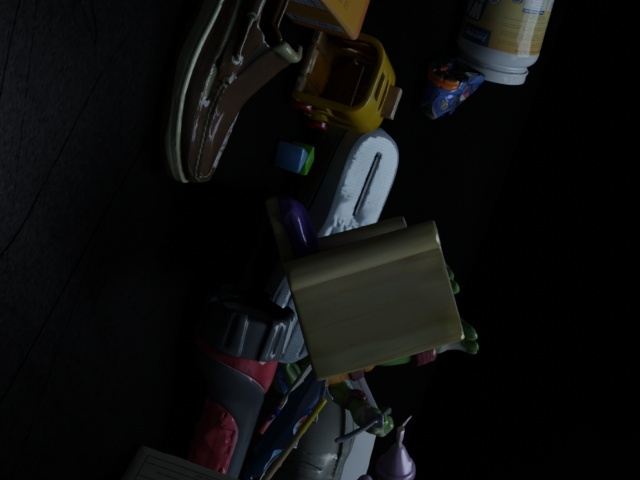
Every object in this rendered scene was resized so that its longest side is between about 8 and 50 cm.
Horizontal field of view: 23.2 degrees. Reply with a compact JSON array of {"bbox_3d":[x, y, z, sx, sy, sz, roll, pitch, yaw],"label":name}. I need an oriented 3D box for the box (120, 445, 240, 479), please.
[{"bbox_3d":[-0.174,0.365,1.482,0.121,0.148,0.311,96,18,-47],"label":"box"}]

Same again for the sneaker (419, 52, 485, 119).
[{"bbox_3d":[0.202,-0.247,2.521,0.087,0.083,0.221,-62,167,19],"label":"sneaker"}]

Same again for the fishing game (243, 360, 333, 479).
[{"bbox_3d":[-0.020,0.192,1.728,0.189,0.041,0.264,-54,-175,4],"label":"fishing game"}]

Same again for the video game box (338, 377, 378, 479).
[{"bbox_3d":[0.030,0.301,2.378,0.187,0.048,0.205,-119,-143,-59],"label":"video game box"}]

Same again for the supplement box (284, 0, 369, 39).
[{"bbox_3d":[-0.006,-0.259,1.491,0.233,0.080,0.078,29,78,-80],"label":"supplement box"}]

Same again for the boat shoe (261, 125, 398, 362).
[{"bbox_3d":[0.000,0.000,1.858,0.094,0.109,0.302,28,-88,58],"label":"boat shoe"}]

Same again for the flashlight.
[{"bbox_3d":[-0.117,0.200,1.643,0.103,0.103,0.304,-47,158,-74],"label":"flashlight"}]

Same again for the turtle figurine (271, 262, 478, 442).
[{"bbox_3d":[0.076,0.140,2.009,0.266,0.197,0.274,-25,162,-15],"label":"turtle figurine"}]

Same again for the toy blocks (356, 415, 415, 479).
[{"bbox_3d":[0.029,0.399,2.024,0.288,0.309,0.260,-49,151,-43],"label":"toy blocks"}]

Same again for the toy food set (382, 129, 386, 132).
[{"bbox_3d":[0.077,-0.093,2.267,0.078,0.019,0.122,-52,157,-60],"label":"toy food set"}]

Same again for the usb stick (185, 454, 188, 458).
[{"bbox_3d":[-0.148,0.352,1.826,0.077,0.045,0.278,-58,162,-48],"label":"usb stick"}]

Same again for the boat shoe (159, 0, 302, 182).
[{"bbox_3d":[-0.065,-0.163,1.310,0.095,0.095,0.257,-40,146,-69],"label":"boat shoe"}]

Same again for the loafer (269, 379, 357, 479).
[{"bbox_3d":[-0.016,0.321,2.237,0.111,0.112,0.319,-71,173,-53],"label":"loafer"}]

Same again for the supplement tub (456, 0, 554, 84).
[{"bbox_3d":[0.311,-0.376,2.622,0.144,0.144,0.199,-43,149,-67],"label":"supplement tub"}]

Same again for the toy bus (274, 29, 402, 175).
[{"bbox_3d":[0.037,-0.170,1.752,0.202,0.104,0.191,-59,163,-47],"label":"toy bus"}]

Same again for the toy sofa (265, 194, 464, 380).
[{"bbox_3d":[0.038,0.023,1.599,0.362,0.150,0.177,-141,-143,-88],"label":"toy sofa"}]
